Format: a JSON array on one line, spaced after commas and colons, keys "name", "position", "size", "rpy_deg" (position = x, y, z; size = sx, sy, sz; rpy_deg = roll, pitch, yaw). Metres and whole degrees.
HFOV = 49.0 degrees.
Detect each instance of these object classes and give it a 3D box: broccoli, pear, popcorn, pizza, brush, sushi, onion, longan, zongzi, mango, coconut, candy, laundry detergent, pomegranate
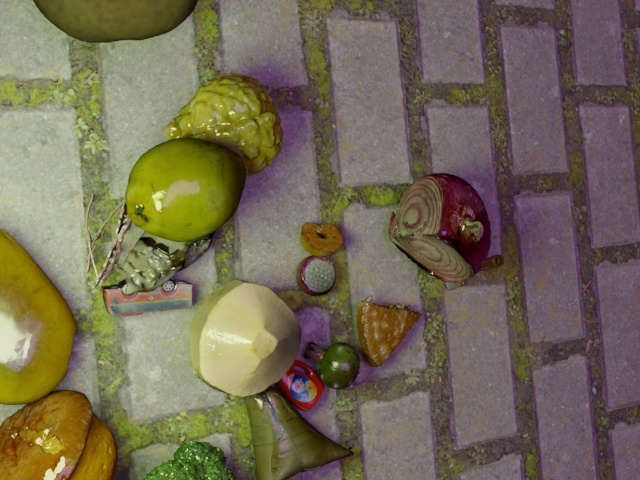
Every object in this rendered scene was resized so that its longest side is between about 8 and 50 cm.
[{"name": "broccoli", "position": [-0.276, 0.613, 1.445], "size": [0.321, 0.310, 0.413], "rpy_deg": [36, 39, -11]}, {"name": "pear", "position": [-0.269, -0.104, 1.429], "size": [0.269, 0.212, 0.212], "rpy_deg": [-32, 101, -43]}, {"name": "popcorn", "position": [-0.207, -0.261, 1.573], "size": [0.259, 0.259, 0.212], "rpy_deg": [33, 49, -20]}, {"name": "pizza", "position": [0.173, 0.216, 1.803], "size": [0.199, 0.062, 0.188], "rpy_deg": [-16, 106, -31]}, {"name": "brush", "position": [0.428, 0.075, 1.957], "size": [0.218, 0.010, 0.083], "rpy_deg": [-14, 93, -26]}, {"name": "sushi", "position": [-0.337, 0.038, 1.518], "size": [0.134, 0.109, 0.273], "rpy_deg": [27, 57, 3]}, {"name": "onion", "position": [0.327, -0.042, 1.801], "size": [0.230, 0.272, 0.256], "rpy_deg": [-64, 145, -26]}, {"name": "longan", "position": [-0.418, -0.561, 1.419], "size": [0.361, 0.361, 0.361], "rpy_deg": [2, 86, -25]}, {"name": "zongzi", "position": [-0.045, 0.436, 1.652], "size": [0.256, 0.115, 0.228], "rpy_deg": [-9, 91, -24]}, {"name": "mango", "position": [-0.623, 0.144, 1.359], "size": [0.253, 0.182, 0.365], "rpy_deg": [-21, 97, -24]}, {"name": "coconut", "position": [-0.166, 0.217, 1.537], "size": [0.259, 0.259, 0.259], "rpy_deg": [2, 86, -25]}, {"name": "candy", "position": [-0.010, 0.087, 1.729], "size": [0.103, 0.043, 0.103], "rpy_deg": [1, 87, -25]}, {"name": "laundry detergent", "position": [-0.067, 0.327, 1.687], "size": [0.165, 0.049, 0.097], "rpy_deg": [47, 59, -15]}, {"name": "pomegranate", "position": [0.028, 0.297, 1.708], "size": [0.142, 0.114, 0.114], "rpy_deg": [24, 76, 3]}]

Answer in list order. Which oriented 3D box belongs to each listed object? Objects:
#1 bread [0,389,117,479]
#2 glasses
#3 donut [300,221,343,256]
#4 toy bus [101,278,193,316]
[{"name": "bread", "position": [-0.531, 0.437, 1.341], "size": [0.312, 0.312, 0.172], "rpy_deg": [-51, 124, -19]}, {"name": "glasses", "position": [-0.447, -0.024, 1.466], "size": [0.095, 0.162, 0.255], "rpy_deg": [18, 79, -20]}, {"name": "donut", "position": [0.000, 0.000, 1.724], "size": [0.108, 0.043, 0.097], "rpy_deg": [6, 50, -19]}, {"name": "toy bus", "position": [-0.379, 0.122, 1.543], "size": [0.192, 0.065, 0.077], "rpy_deg": [-4, 96, -25]}]
